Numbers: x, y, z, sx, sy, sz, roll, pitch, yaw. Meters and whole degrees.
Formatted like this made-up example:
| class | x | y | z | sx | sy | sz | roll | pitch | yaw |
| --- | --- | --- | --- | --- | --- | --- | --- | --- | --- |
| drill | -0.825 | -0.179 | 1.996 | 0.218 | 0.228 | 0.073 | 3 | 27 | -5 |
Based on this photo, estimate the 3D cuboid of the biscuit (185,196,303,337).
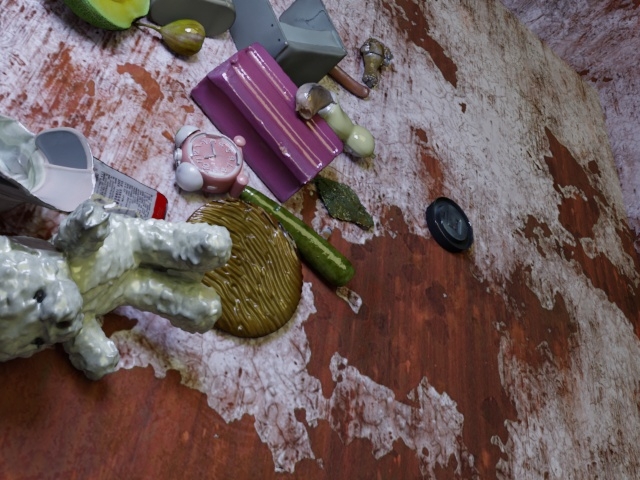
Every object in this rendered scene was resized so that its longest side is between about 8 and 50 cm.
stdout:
| class | x | y | z | sx | sy | sz | roll | pitch | yaw |
| --- | --- | --- | --- | --- | --- | --- | --- | --- | --- |
| biscuit | -0.166 | 0.055 | 1.462 | 0.318 | 0.040 | 0.318 | 18 | 59 | -33 |

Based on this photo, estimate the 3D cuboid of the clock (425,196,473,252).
| class | x | y | z | sx | sy | sz | roll | pitch | yaw |
| --- | --- | --- | --- | --- | --- | --- | --- | --- | --- |
| clock | 0.400 | -0.047 | 2.094 | 0.184 | 0.040 | 0.184 | 24 | 49 | -32 |

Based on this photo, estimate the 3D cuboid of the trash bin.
| class | x | y | z | sx | sy | sz | roll | pitch | yaw |
| --- | --- | --- | --- | --- | --- | --- | --- | --- | --- |
| trash bin | -0.355 | -0.671 | 1.743 | 0.243 | 0.121 | 0.247 | 1 | 61 | -43 |

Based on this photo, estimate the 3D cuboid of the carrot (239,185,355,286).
| class | x | y | z | sx | sy | sz | roll | pitch | yaw |
| --- | --- | --- | --- | --- | --- | --- | --- | --- | --- |
| carrot | -0.061 | -0.017 | 1.617 | 0.358 | 0.074 | 0.074 | 40 | 42 | -12 |

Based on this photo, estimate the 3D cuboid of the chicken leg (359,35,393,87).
| class | x | y | z | sx | sy | sz | roll | pitch | yaw |
| --- | --- | --- | --- | --- | --- | --- | --- | --- | --- |
| chicken leg | 0.174 | -0.597 | 2.228 | 0.125 | 0.080 | 0.196 | 51 | 40 | -24 |

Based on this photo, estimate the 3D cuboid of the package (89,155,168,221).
| class | x | y | z | sx | sy | sz | roll | pitch | yaw |
| --- | --- | --- | --- | --- | --- | --- | --- | --- | --- |
| package | -0.417 | -0.089 | 1.351 | 0.239 | 0.030 | 0.154 | 29 | 46 | -27 |

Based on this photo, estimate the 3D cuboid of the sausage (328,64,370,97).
| class | x | y | z | sx | sy | sz | roll | pitch | yaw |
| --- | --- | --- | --- | --- | --- | --- | --- | --- | --- |
| sausage | 0.083 | -0.498 | 2.098 | 0.177 | 0.040 | 0.047 | 32 | 39 | -24 |

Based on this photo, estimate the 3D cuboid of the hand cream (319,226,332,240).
| class | x | y | z | sx | sy | sz | roll | pitch | yaw |
| --- | --- | --- | --- | --- | --- | --- | --- | --- | --- |
| hand cream | 0.000 | 0.000 | 1.698 | 0.035 | 0.022 | 0.102 | 53 | 45 | -12 |

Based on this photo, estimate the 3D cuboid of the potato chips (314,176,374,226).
| class | x | y | z | sx | sy | sz | roll | pitch | yaw |
| --- | --- | --- | --- | --- | --- | --- | --- | --- | --- |
| potato chips | 0.062 | -0.100 | 1.822 | 0.209 | 0.026 | 0.142 | 48 | 43 | -8 |

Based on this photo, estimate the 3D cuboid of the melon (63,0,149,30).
| class | x | y | z | sx | sy | sz | roll | pitch | yaw |
| --- | --- | --- | --- | --- | --- | --- | --- | --- | --- |
| melon | -0.498 | -0.554 | 1.535 | 0.169 | 0.129 | 0.265 | 62 | 32 | -26 |

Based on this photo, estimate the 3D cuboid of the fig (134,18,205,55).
| class | x | y | z | sx | sy | sz | roll | pitch | yaw |
| --- | --- | --- | --- | --- | --- | --- | --- | --- | --- |
| fig | -0.366 | -0.494 | 1.660 | 0.166 | 0.093 | 0.093 | -12 | 70 | -18 |

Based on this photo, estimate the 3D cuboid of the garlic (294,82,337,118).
| class | x | y | z | sx | sy | sz | roll | pitch | yaw |
| --- | --- | --- | --- | --- | --- | --- | --- | --- | --- |
| garlic | -0.022 | -0.360 | 1.711 | 0.152 | 0.066 | 0.084 | -44 | 124 | -50 |

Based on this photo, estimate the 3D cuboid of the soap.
| class | x | y | z | sx | sy | sz | roll | pitch | yaw |
| --- | --- | --- | --- | --- | --- | --- | --- | --- | --- |
| soap | -0.125 | -0.301 | 1.700 | 0.359 | 0.128 | 0.233 | 50 | 39 | -6 |

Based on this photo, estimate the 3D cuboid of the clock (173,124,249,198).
| class | x | y | z | sx | sy | sz | roll | pitch | yaw |
| --- | --- | --- | --- | --- | --- | --- | --- | --- | --- |
| clock | -0.255 | -0.173 | 1.528 | 0.162 | 0.093 | 0.166 | 10 | 57 | -28 |

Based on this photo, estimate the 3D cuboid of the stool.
| class | x | y | z | sx | sy | sz | roll | pitch | yaw |
| --- | --- | --- | --- | --- | --- | --- | --- | --- | --- |
| stool | -0.102 | -0.583 | 1.882 | 0.243 | 0.170 | 0.270 | -7 | 69 | -47 |

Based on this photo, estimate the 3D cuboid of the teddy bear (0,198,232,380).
| class | x | y | z | sx | sy | sz | roll | pitch | yaw |
| --- | --- | --- | --- | --- | --- | --- | --- | --- | --- |
| teddy bear | -0.367 | 0.099 | 1.068 | 0.375 | 0.327 | 0.362 | 14 | 21 | 1 |

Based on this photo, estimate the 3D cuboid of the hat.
| class | x | y | z | sx | sy | sz | roll | pitch | yaw |
| --- | --- | --- | --- | --- | --- | --- | --- | --- | --- |
| hat | -0.515 | -0.113 | 1.135 | 0.275 | 0.161 | 0.232 | 22 | 28 | 11 |

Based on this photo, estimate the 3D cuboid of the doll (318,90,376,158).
| class | x | y | z | sx | sy | sz | roll | pitch | yaw |
| --- | --- | --- | --- | --- | --- | --- | --- | --- | --- |
| doll | 0.051 | -0.314 | 1.899 | 0.296 | 0.117 | 0.141 | 43 | 10 | -30 |
